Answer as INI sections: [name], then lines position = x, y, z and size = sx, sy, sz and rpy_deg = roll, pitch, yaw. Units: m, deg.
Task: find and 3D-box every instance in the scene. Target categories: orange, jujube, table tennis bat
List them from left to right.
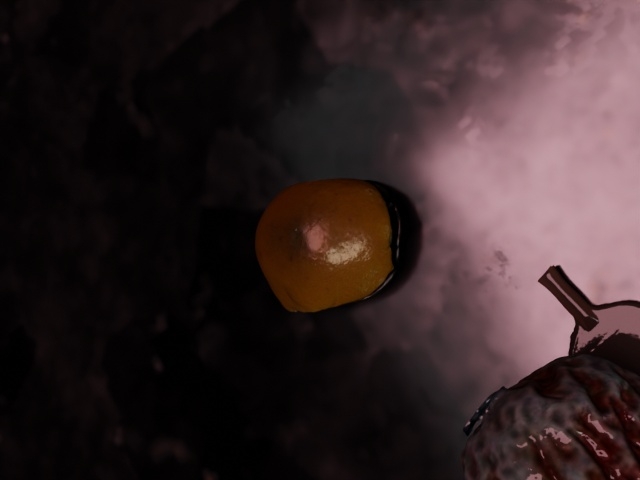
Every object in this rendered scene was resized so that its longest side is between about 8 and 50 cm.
[orange]
position = 0.000, 0.000, 1.092
size = 0.160, 0.112, 0.170
rpy_deg = 38, 94, 23
[table tennis bat]
position = 0.254, 0.093, 0.953
size = 0.107, 0.119, 0.170
rpy_deg = -47, 72, 18
[jujube]
position = 0.267, 0.248, 0.889
size = 0.317, 0.226, 0.226
rpy_deg = 43, 108, 18
